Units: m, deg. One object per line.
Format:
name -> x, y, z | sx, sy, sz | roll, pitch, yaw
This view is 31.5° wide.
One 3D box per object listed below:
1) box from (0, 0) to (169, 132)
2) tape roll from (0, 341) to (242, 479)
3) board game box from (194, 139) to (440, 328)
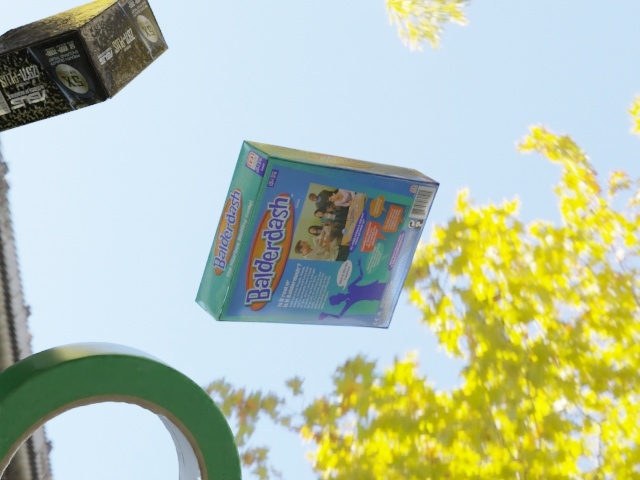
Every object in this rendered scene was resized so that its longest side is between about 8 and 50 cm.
box -> -0.274, -0.185, 1.178 | 0.180, 0.147, 0.078 | -12, -66, 24
tape roll -> -0.242, 0.271, 1.197 | 0.321, 0.077, 0.321 | -4, -81, -27
board game box -> 0.000, 0.000, 1.063 | 0.210, 0.047, 0.160 | 7, -71, -40
